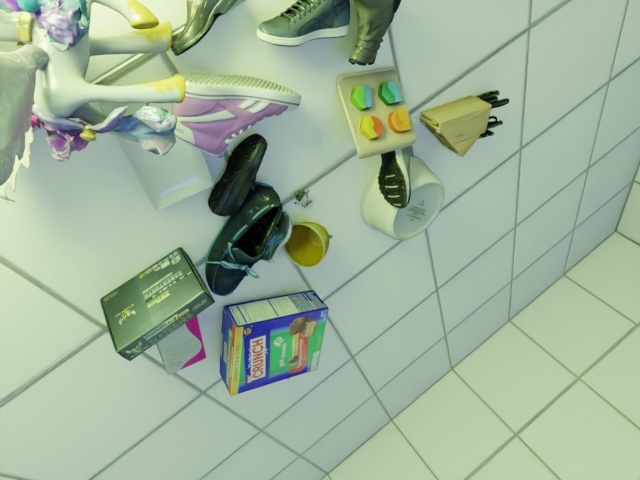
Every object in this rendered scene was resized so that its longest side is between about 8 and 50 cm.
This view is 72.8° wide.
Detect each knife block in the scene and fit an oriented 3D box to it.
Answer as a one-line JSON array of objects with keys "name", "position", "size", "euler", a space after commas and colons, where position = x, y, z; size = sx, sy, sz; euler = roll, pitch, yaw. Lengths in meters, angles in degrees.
[{"name": "knife block", "position": [0.460, -0.397, 1.341], "size": [0.276, 0.088, 0.242], "euler": [24, 106, -47]}]

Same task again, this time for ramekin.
[{"name": "ramekin", "position": [0.274, -0.124, 1.391], "size": [0.273, 0.127, 0.272], "euler": [-22, 135, -24]}]

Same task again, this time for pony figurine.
[{"name": "pony figurine", "position": [-0.405, -0.235, 0.664], "size": [0.363, 0.303, 0.351], "euler": [-2, 93, -35]}]

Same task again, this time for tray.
[{"name": "tray", "position": [-0.330, -0.196, 0.905], "size": [0.145, 0.030, 0.270], "euler": [-29, 138, -18]}]

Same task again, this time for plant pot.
[{"name": "plant pot", "position": [-0.027, 0.000, 1.265], "size": [0.095, 0.134, 0.134], "euler": [-37, 150, -55]}]

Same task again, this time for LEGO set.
[{"name": "LEGO set", "position": [-0.054, -0.121, 1.210], "size": [0.054, 0.023, 0.083], "euler": [-31, 152, -11]}]

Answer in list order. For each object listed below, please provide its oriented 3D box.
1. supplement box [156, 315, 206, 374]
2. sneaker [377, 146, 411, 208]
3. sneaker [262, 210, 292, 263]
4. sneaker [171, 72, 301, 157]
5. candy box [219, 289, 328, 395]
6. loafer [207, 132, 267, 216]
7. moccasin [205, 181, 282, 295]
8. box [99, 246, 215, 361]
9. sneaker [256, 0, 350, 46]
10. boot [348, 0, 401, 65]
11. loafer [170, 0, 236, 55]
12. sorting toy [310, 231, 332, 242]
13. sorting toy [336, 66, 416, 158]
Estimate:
[{"name": "supplement box", "position": [-0.391, 0.238, 1.166], "size": [0.111, 0.114, 0.220], "euler": [-21, 134, -26]}, {"name": "sneaker", "position": [0.220, -0.224, 1.224], "size": [0.108, 0.100, 0.271], "euler": [-22, 108, -38]}, {"name": "sneaker", "position": [-0.136, -0.007, 1.206], "size": [0.076, 0.065, 0.166], "euler": [7, 117, -38]}, {"name": "sneaker", "position": [-0.176, -0.258, 0.917], "size": [0.282, 0.102, 0.161], "euler": [-10, 126, -34]}, {"name": "candy box", "position": [-0.151, 0.320, 1.391], "size": [0.317, 0.122, 0.268], "euler": [-7, 120, -29]}, {"name": "loafer", "position": [-0.187, -0.151, 1.032], "size": [0.078, 0.076, 0.223], "euler": [10, 122, -50]}, {"name": "moccasin", "position": [-0.205, 0.015, 1.122], "size": [0.138, 0.117, 0.342], "euler": [3, 122, -41]}, {"name": "box", "position": [-0.389, 0.143, 1.030], "size": [0.233, 0.183, 0.059], "euler": [-35, 140, -9]}, {"name": "sneaker", "position": [-0.027, -0.482, 0.855], "size": [0.226, 0.086, 0.163], "euler": [-27, 147, -30]}, {"name": "boot", "position": [0.102, -0.455, 0.932], "size": [0.246, 0.083, 0.161], "euler": [-37, 151, -62]}, {"name": "loafer", "position": [-0.221, -0.414, 0.795], "size": [0.170, 0.062, 0.061], "euler": [-48, 118, 0]}, {"name": "sorting toy", "position": [0.000, 0.000, 1.360], "size": [0.083, 0.012, 0.062], "euler": [1, 118, -36]}, {"name": "sorting toy", "position": [0.150, -0.328, 1.104], "size": [0.193, 0.038, 0.208], "euler": [-19, 97, -26]}]
